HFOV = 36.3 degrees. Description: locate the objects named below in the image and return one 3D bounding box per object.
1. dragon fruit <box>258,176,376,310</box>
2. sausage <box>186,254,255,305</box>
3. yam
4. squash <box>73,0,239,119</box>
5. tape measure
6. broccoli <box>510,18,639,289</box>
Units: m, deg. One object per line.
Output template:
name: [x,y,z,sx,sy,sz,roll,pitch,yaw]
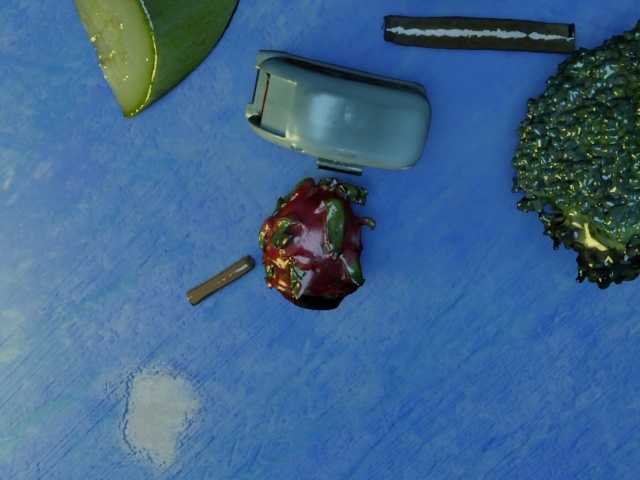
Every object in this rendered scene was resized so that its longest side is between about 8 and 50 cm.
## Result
dragon fruit: [0.000,0.000,1.372,0.167,0.160,0.172,14,105,28]
sausage: [-0.149,0.059,1.466,0.116,0.026,0.026,-32,97,12]
yam: [0.215,-0.283,1.337,0.264,0.046,0.046,4,103,7]
squash: [-0.223,-0.327,1.396,0.204,0.155,0.236,-12,105,47]
tape measure: [0.018,-0.167,1.297,0.243,0.246,0.125,11,107,-2]
broccoli: [0.405,-0.104,1.231,0.272,0.324,0.334,22,115,-8]
